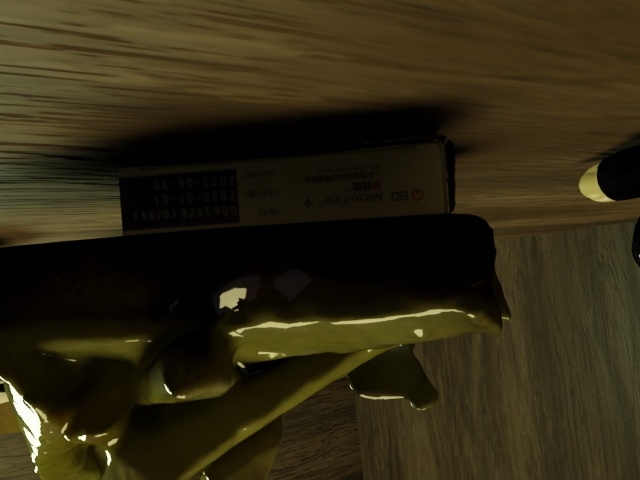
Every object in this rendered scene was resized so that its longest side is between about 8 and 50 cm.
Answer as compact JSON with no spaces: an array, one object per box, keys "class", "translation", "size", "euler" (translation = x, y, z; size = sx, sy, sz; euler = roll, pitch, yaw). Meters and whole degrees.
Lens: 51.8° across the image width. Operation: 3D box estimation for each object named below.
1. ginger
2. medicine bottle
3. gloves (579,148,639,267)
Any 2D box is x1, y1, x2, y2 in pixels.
[{"class":"ginger","translation":[-0.061,0.101,0.489],"size":[0.414,0.211,0.358],"euler":[-5,179,24]},{"class":"medicine bottle","translation":[-0.016,-0.030,0.464],"size":[0.201,0.052,0.171],"euler":[-5,178,2]},{"class":"gloves","translation":[0.323,-0.026,0.534],"size":[0.197,0.152,0.301],"euler":[20,-163,10]}]
